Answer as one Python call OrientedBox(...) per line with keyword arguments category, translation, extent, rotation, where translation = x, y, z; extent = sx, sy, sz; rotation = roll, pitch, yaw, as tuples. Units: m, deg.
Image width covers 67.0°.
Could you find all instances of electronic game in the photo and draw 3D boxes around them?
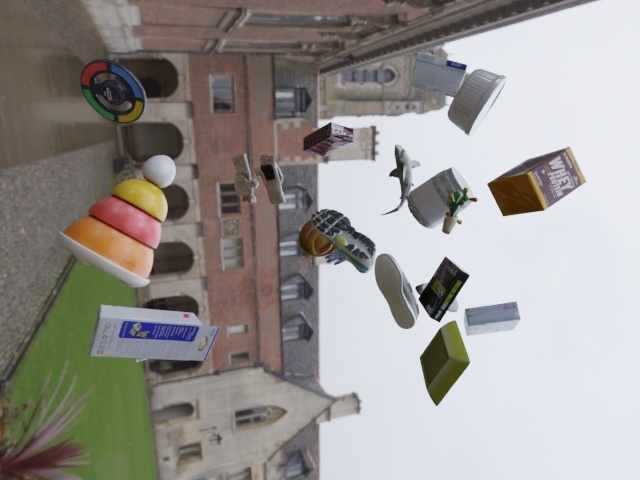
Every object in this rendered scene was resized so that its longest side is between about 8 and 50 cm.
OrientedBox(category="electronic game", translation=(-0.707, -0.506, 1.653), extent=(0.048, 0.230, 0.229), rotation=(-75, 178, -47))

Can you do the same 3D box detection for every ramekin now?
OrientedBox(category="ramekin", translation=(0.632, -0.574, 1.983), extent=(0.127, 0.273, 0.272), rotation=(35, -37, 14))

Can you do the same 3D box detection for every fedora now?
OrientedBox(category="fedora", translation=(0.000, 0.000, 2.028), extent=(0.079, 0.195, 0.194), rotation=(-97, -170, -60))

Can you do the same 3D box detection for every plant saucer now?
OrientedBox(category="plant saucer", translation=(0.348, 0.349, 1.412), extent=(0.188, 0.045, 0.188), rotation=(-86, -161, -61))

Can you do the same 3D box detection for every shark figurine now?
OrientedBox(category="shark figurine", translation=(0.314, -0.236, 1.945), extent=(0.116, 0.166, 0.278), rotation=(7, -85, 41))

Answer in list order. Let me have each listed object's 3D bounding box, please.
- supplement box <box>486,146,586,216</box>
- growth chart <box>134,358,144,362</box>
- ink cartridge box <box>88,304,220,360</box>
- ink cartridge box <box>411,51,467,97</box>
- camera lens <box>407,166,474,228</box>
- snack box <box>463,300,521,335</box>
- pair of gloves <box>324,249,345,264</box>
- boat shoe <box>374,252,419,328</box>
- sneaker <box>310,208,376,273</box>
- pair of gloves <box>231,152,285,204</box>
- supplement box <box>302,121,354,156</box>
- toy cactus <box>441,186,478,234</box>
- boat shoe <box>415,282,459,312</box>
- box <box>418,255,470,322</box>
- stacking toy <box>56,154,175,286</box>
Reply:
OrientedBox(category="supplement box", translation=(0.692, -0.185, 1.559), extent=(0.129, 0.194, 0.191), rotation=(61, -17, -6))
OrientedBox(category="growth chart", translation=(-0.744, 0.468, 2.195), extent=(0.021, 0.172, 0.237), rotation=(57, -41, 33))
OrientedBox(category="ink cartridge box", translation=(-0.529, 0.304, 1.556), extent=(0.175, 0.371, 0.069), rotation=(-62, -149, 29))
OrientedBox(category="ink cartridge box", translation=(0.526, -0.737, 2.163), extent=(0.224, 0.224, 0.045), rotation=(72, 37, -77))
OrientedBox(category="camera lens", translation=(0.579, -0.202, 2.361), extent=(0.274, 0.219, 0.219), rotation=(-34, -124, 27))
OrientedBox(category="snack box", translation=(0.604, 0.281, 1.718), extent=(0.207, 0.175, 0.070), rotation=(56, 26, -66))
OrientedBox(category="pair of gloves", translation=(0.090, 0.022, 2.348), extent=(0.023, 0.160, 0.198), rotation=(65, 14, -63))
OrientedBox(category="boat shoe", translation=(0.295, 0.185, 1.855), extent=(0.109, 0.091, 0.304), rotation=(-19, -86, 33))
OrientedBox(category="sneaker", translation=(0.063, 0.002, 1.523), extent=(0.275, 0.107, 0.109), rotation=(46, -27, 31))
OrientedBox(category="pair of gloves", translation=(-0.251, -0.237, 1.888), extent=(0.240, 0.042, 0.204), rotation=(5, -69, 33))
OrientedBox(category="supplement box", translation=(0.033, -0.463, 2.237), extent=(0.239, 0.130, 0.073), rotation=(-15, -110, 56))
OrientedBox(category="toy cactus", translation=(0.532, -0.104, 1.903), extent=(0.219, 0.112, 0.180), rotation=(87, 27, -70))
OrientedBox(category="boat shoe", translation=(0.527, 0.256, 2.185), extent=(0.077, 0.219, 0.070), rotation=(-62, -166, -19))
OrientedBox(category="box", translation=(0.405, 0.158, 1.608), extent=(0.184, 0.045, 0.190), rotation=(-58, -174, 10))
OrientedBox(category="stacking toy", translation=(-0.676, -0.100, 1.771), extent=(0.479, 0.351, 0.351), rotation=(-60, -166, -12))
